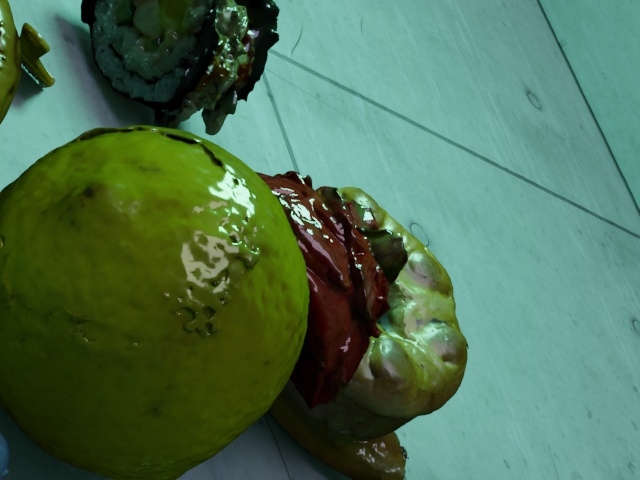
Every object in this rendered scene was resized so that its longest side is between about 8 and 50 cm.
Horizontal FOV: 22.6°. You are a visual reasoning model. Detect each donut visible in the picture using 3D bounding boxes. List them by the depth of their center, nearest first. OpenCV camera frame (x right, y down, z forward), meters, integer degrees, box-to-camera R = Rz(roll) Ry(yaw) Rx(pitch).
[{"bbox_3d":[0.033,0.088,1.989,0.299,0.150,0.317,8,55,-40],"label":"donut"}]

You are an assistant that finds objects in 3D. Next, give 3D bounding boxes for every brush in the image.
[{"bbox_3d":[-0.345,-0.228,1.896,0.103,0.013,0.272,48,-10,-10],"label":"brush"}]

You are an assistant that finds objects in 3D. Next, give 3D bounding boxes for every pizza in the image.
[{"bbox_3d":[-0.014,0.176,2.054,0.365,0.074,0.182,46,29,-7],"label":"pizza"}]

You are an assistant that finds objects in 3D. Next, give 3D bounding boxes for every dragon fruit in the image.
[{"bbox_3d":[0.000,0.000,1.820,0.205,0.152,0.317,-26,73,-37],"label":"dragon fruit"}]

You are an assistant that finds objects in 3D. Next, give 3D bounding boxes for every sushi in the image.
[{"bbox_3d":[-0.181,-0.279,2.178,0.219,0.238,0.225,-1,47,-52],"label":"sushi"}]

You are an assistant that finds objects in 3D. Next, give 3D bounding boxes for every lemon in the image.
[{"bbox_3d":[-0.179,0.069,1.625,0.387,0.350,0.350,74,4,-48],"label":"lemon"}]

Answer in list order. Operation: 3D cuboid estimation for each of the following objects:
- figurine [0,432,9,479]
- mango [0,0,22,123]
[{"bbox_3d":[-0.398,0.159,1.456,0.260,0.103,0.205,39,-6,-24],"label":"figurine"},{"bbox_3d":[-0.402,-0.195,1.766,0.151,0.156,0.248,21,43,-25],"label":"mango"}]
